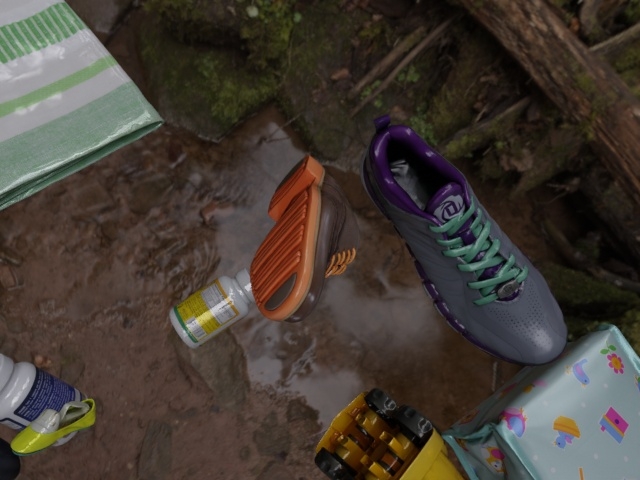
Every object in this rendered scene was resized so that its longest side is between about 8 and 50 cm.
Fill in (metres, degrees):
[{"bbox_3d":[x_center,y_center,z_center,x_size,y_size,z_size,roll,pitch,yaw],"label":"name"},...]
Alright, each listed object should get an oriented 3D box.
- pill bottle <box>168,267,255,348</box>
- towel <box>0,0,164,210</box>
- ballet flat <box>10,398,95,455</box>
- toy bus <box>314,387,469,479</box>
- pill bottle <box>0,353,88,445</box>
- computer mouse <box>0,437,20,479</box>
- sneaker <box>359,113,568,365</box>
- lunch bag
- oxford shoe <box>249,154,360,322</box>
[{"bbox_3d":[-0.245,0.157,1.387,0.208,0.117,0.117,-33,79,-4],"label":"pill bottle"},{"bbox_3d":[-0.338,-0.178,0.509,0.248,0.038,0.325,-38,87,-29],"label":"towel"},{"bbox_3d":[-0.615,0.423,1.354,0.077,0.231,0.077,23,99,20],"label":"ballet flat"},{"bbox_3d":[0.123,0.340,0.833,0.211,0.220,0.149,45,77,-17],"label":"toy bus"},{"bbox_3d":[-0.736,0.401,1.463,0.264,0.153,0.153,49,48,-39],"label":"pill bottle"},{"bbox_3d":[-0.869,0.516,1.413,0.272,0.072,0.188,36,95,-6],"label":"computer mouse"},{"bbox_3d":[0.103,0.006,0.436,0.083,0.098,0.223,-40,81,3],"label":"sneaker"},{"bbox_3d":[0.306,0.264,0.643,0.223,0.160,0.262,-27,76,-27],"label":"lunch bag"},{"bbox_3d":[0.000,0.000,0.782,0.133,0.130,0.363,37,26,-16],"label":"oxford shoe"}]
